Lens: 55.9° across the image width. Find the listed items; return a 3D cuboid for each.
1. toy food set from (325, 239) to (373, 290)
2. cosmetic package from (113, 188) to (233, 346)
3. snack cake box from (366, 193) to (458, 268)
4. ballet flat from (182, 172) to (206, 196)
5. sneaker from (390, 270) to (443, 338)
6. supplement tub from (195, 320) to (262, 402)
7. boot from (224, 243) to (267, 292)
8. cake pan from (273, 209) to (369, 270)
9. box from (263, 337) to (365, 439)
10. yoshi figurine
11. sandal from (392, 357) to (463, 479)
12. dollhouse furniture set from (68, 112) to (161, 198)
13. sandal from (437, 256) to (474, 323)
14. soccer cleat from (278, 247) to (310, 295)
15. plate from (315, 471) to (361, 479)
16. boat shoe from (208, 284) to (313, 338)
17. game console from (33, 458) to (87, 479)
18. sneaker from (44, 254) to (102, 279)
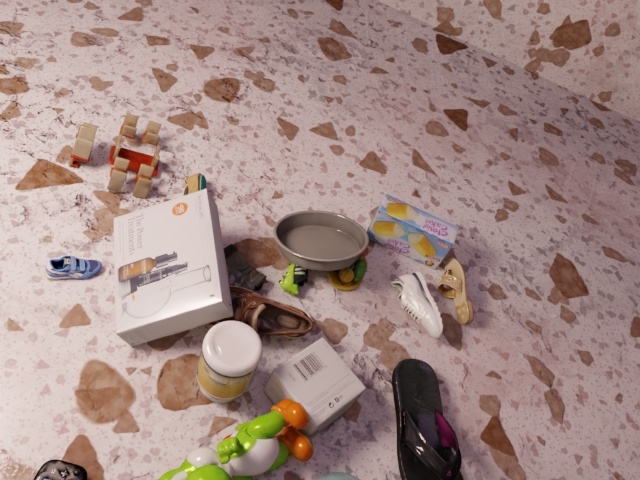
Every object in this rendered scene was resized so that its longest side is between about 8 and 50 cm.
[{"bbox_3d":[0.095,0.055,1.901,0.128,0.071,0.217,25,48,1],"label":"toy food set"},{"bbox_3d":[-0.402,0.064,1.618,0.285,0.097,0.377,-17,55,2],"label":"cosmetic package"},{"bbox_3d":[0.298,-0.027,1.989,0.264,0.152,0.089,24,49,1],"label":"snack cake box"},{"bbox_3d":[-0.391,-0.110,1.874,0.073,0.080,0.232,-13,50,5],"label":"ballet flat"},{"bbox_3d":[0.300,0.207,1.857,0.095,0.090,0.235,-14,54,-14],"label":"sneaker"},{"bbox_3d":[-0.230,0.305,1.493,0.144,0.199,0.144,11,49,-12],"label":"supplement tub"},{"bbox_3d":[-0.273,0.126,1.709,0.161,0.083,0.246,44,53,9],"label":"boot"},{"bbox_3d":[0.000,0.000,1.849,0.293,0.054,0.293,5,32,-3],"label":"cake pan"},{"bbox_3d":[-0.017,0.384,1.560,0.181,0.119,0.182,-28,67,-35],"label":"box"},{"bbox_3d":[-0.176,0.511,1.356,0.362,0.203,0.203,-21,68,-29],"label":"yoshi figurine"},{"bbox_3d":[0.280,0.505,1.577,0.168,0.107,0.445,3,52,-17],"label":"sandal"},{"bbox_3d":[-0.636,-0.264,1.886,0.259,0.135,0.262,15,48,-23],"label":"dollhouse furniture set"},{"bbox_3d":[0.417,0.153,1.928,0.079,0.088,0.240,5,56,-24],"label":"sandal"},{"bbox_3d":[-0.063,0.094,1.830,0.072,0.060,0.179,41,47,-11],"label":"soccer cleat"},{"bbox_3d":[0.053,0.644,1.438,0.188,0.024,0.188,9,50,-11],"label":"plate"},{"bbox_3d":[-0.183,0.197,1.628,0.342,0.123,0.123,17,81,-12],"label":"boat shoe"},{"bbox_3d":[-0.608,0.614,1.209,0.213,0.044,0.361,20,48,-3],"label":"game console"},{"bbox_3d":[-0.663,0.071,1.622,0.144,0.059,0.053,-7,53,-26],"label":"sneaker"}]
